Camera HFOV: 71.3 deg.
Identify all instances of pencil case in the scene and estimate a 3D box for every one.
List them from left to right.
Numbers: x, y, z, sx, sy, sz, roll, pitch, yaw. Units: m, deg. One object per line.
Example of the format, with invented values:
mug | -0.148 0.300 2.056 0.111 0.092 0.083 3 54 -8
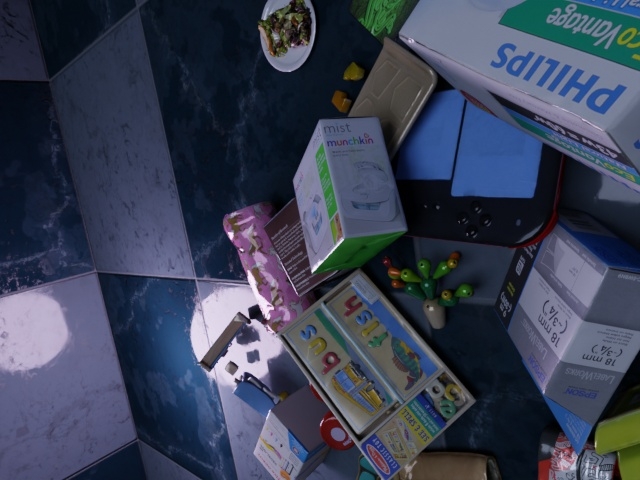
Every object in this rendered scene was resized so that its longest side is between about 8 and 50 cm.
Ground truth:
pencil case | -0.141 0.079 1.277 0.160 0.167 0.386 -32 79 61

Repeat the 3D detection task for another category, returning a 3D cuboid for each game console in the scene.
game console | 0.262 -0.188 0.797 0.341 0.060 0.387 9 88 43

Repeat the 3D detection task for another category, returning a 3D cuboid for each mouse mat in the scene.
mouse mat | 0.147 -0.523 0.929 0.153 0.007 0.190 52 132 18

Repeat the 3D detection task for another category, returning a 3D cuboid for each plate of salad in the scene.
plate of salad | -0.092 -0.531 1.120 0.199 0.048 0.200 14 111 40

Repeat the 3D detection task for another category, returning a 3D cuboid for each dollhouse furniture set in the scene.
dollhouse furniture set | -0.219 0.412 1.513 0.303 0.198 0.286 38 170 -1

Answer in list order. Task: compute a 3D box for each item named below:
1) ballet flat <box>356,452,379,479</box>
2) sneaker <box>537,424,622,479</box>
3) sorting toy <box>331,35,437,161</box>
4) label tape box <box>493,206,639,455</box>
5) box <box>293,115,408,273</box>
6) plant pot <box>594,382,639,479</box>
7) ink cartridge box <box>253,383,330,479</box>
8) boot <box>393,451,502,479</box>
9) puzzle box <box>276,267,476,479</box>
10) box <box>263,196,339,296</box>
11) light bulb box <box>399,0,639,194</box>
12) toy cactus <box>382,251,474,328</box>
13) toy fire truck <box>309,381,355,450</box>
ballet flat | 0.141 0.603 1.211 0.080 0.073 0.232 23 133 13
sneaker | 0.503 0.505 0.857 0.145 0.090 0.270 5 104 44
sorting toy | 0.120 -0.297 0.939 0.229 0.041 0.307 -65 34 31
label tape box | 0.391 0.140 0.743 0.105 0.241 0.334 9 114 -2
box | 0.046 -0.080 0.894 0.262 0.126 0.231 130 130 -68
plant pot | 0.566 0.309 0.653 0.207 0.227 0.228 59 134 22
ink cartridge box | -0.070 0.606 1.367 0.171 0.168 0.233 39 127 27
boot | 0.307 0.622 1.079 0.269 0.089 0.236 -15 93 43
puzzle box | 0.118 0.297 1.047 0.409 0.272 0.052 48 170 20
box | 0.000 0.000 1.114 0.167 0.168 0.203 -38 76 44
light bulb box | 0.350 -0.301 0.521 0.361 0.225 0.358 -55 42 18
toy cactus | 0.245 0.109 0.987 0.218 0.112 0.181 4 124 40
toy fire truck | 0.126 0.386 1.145 0.253 0.169 0.302 -9 98 20
